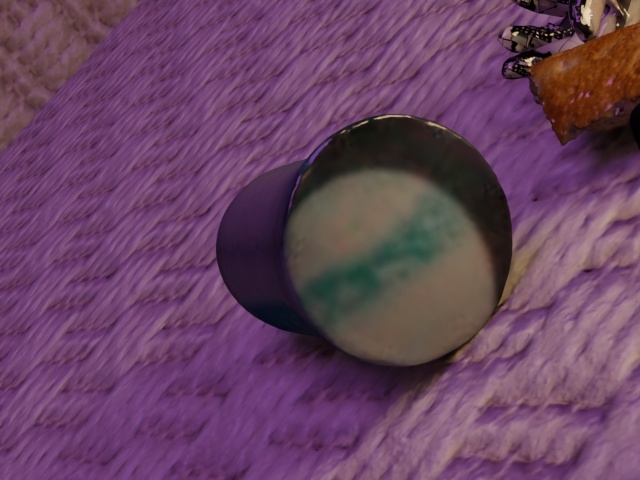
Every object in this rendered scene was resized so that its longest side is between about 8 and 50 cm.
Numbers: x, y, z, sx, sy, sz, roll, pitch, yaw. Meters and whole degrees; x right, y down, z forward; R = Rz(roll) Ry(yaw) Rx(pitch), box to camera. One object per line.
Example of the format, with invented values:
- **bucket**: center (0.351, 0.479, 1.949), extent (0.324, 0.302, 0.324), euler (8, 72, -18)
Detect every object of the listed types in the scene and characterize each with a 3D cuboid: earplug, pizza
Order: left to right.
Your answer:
- **earplug**: center (0.000, 0.000, 1.348), extent (0.185, 0.185, 0.324), euler (-48, 16, -15)
- **pizza**: center (0.256, -0.129, 1.276), extent (0.271, 0.056, 0.134), euler (-14, 34, 42)

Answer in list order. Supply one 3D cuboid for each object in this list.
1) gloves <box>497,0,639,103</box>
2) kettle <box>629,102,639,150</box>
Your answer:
- **gloves**: center (0.235, -0.212, 1.434), extent (0.127, 0.111, 0.212), euler (8, 82, 58)
- **kettle**: center (0.329, -0.060, 0.847), extent (0.290, 0.207, 0.268), euler (-36, -7, 2)
